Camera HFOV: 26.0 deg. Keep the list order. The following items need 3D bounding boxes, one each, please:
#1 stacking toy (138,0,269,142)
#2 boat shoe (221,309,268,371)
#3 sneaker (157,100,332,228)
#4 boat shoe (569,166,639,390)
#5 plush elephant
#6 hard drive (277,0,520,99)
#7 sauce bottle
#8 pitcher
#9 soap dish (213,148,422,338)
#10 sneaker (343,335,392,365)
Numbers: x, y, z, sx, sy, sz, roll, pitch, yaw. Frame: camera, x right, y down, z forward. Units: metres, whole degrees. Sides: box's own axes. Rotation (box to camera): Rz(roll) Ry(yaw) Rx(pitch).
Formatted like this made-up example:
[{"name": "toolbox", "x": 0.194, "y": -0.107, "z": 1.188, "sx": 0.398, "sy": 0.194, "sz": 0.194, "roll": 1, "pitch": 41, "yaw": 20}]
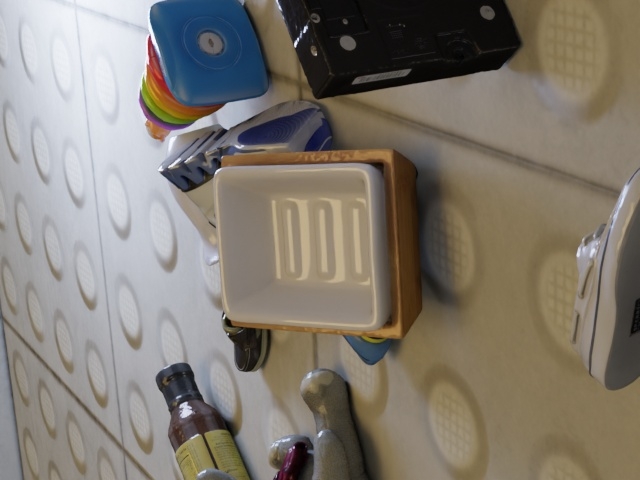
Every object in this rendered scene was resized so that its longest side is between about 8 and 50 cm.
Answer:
[{"name": "stacking toy", "x": -0.219, "y": -0.235, "z": 2.139, "sx": 0.302, "sy": 0.165, "sz": 0.175, "roll": -41, "pitch": 64, "yaw": 58}, {"name": "boat shoe", "x": -0.125, "y": 0.128, "z": 2.232, "sx": 0.080, "sy": 0.073, "sz": 0.224, "roll": 56, "pitch": 147, "yaw": 38}, {"name": "sneaker", "x": -0.079, "y": -0.082, "z": 2.009, "sx": 0.315, "sy": 0.127, "sz": 0.182, "roll": -11, "pitch": 119, "yaw": 47}, {"name": "boat shoe", "x": 0.283, "y": 0.026, "z": 1.329, "sx": 0.084, "sy": 0.095, "sz": 0.258, "roll": 45, "pitch": 138, "yaw": 42}, {"name": "plush elephant", "x": -0.063, "y": 0.399, "z": 2.014, "sx": 0.330, "sy": 0.255, "sz": 0.272, "roll": 67, "pitch": 152, "yaw": 22}, {"name": "hard drive", "x": 0.048, "y": -0.324, "z": 1.491, "sx": 0.064, "sy": 0.236, "sz": 0.339, "roll": -48, "pitch": 59, "yaw": 59}, {"name": "sauce bottle", "x": -0.202, "y": 0.376, "z": 2.466, "sx": 0.344, "sy": 0.111, "sz": 0.111, "roll": 65, "pitch": 152, "yaw": 28}, {"name": "pitcher", "x": -0.171, "y": -0.074, "z": 2.203, "sx": 0.178, "sy": 0.125, "sz": 0.207, "roll": -152, "pitch": 45, "yaw": -84}, {"name": "soap dish", "x": 0.000, "y": 0.000, "z": 1.761, "sx": 0.290, "sy": 0.118, "sz": 0.229, "roll": 1, "pitch": 97, "yaw": 41}, {"name": "sneaker", "x": 0.032, "y": 0.079, "z": 1.897, "sx": 0.209, "sy": 0.069, "sz": 0.082, "roll": 61, "pitch": 153, "yaw": 31}]
